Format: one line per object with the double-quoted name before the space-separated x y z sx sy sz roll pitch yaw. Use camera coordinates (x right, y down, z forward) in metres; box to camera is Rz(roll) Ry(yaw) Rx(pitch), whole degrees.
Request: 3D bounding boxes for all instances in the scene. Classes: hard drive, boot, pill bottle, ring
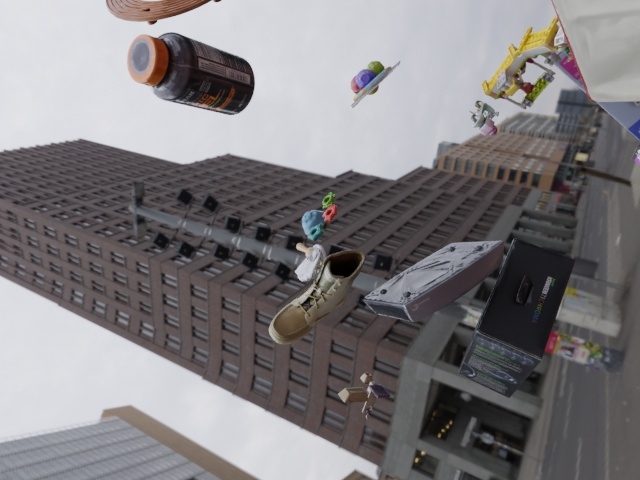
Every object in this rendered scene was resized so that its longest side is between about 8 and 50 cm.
"hard drive" 0.226 0.077 0.938 0.255 0.172 0.054 -28 -81 -22
"boot" -0.006 0.110 0.961 0.213 0.077 0.165 -31 -21 -32
"pill bottle" -0.258 -0.336 0.961 0.246 0.130 0.130 -6 -70 -56
"ring" -0.292 -0.556 1.007 0.336 0.337 0.032 -60 -28 -26

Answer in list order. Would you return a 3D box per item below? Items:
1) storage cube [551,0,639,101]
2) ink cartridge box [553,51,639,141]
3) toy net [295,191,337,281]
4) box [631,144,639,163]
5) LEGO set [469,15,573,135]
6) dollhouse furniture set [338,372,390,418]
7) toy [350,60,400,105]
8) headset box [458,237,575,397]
"storage cube" 0.277 -0.218 0.296 0.215 0.184 0.193 42 -102 -37
"ink cartridge box" 0.626 -0.332 1.054 0.065 0.311 0.186 -46 10 31
"toy net" 0.000 0.000 1.043 0.045 0.122 0.232 38 -146 -31
"box" 0.574 -0.102 0.710 0.162 0.116 0.029 -111 22 -54
"LEGO set" 0.401 -0.307 0.871 0.287 0.107 0.132 134 156 -62
"dollhouse furniture set" 0.078 0.360 1.082 0.114 0.091 0.081 8 -72 -30
"toy" 0.112 -0.375 1.118 0.137 0.056 0.237 -41 5 13
"headset box" 0.423 0.171 1.044 0.246 0.131 0.283 -57 -22 -25
